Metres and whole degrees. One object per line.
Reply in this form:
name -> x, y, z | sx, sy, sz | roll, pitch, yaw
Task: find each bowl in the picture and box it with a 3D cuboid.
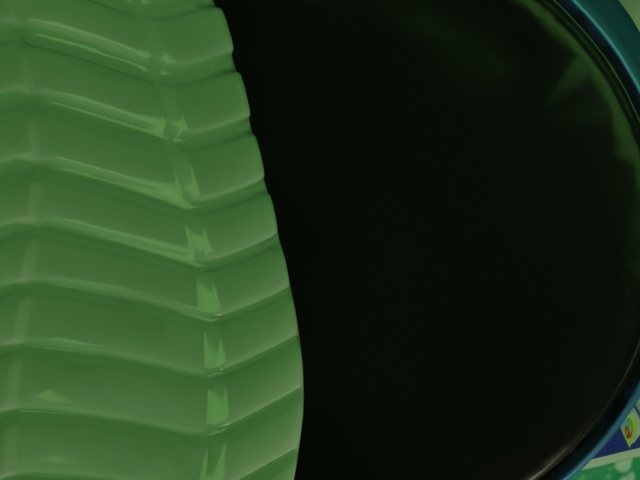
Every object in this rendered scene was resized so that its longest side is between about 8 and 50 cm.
bowl -> 0.000, 0.000, 0.553 | 0.391, 0.077, 0.391 | 2, 109, 5

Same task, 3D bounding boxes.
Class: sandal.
sandal -> -0.102, 0.000, 0.446 | 0.169, 0.102, 0.416 | -1, 86, -29

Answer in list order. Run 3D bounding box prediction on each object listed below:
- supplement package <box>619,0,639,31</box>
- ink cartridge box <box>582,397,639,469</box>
supplement package -> 0.140, -0.124, 0.656 | 0.179, 0.105, 0.105 | -15, 111, -18
ink cartridge box -> 0.163, 0.086, 0.744 | 0.333, 0.065, 0.165 | -7, 106, -22
